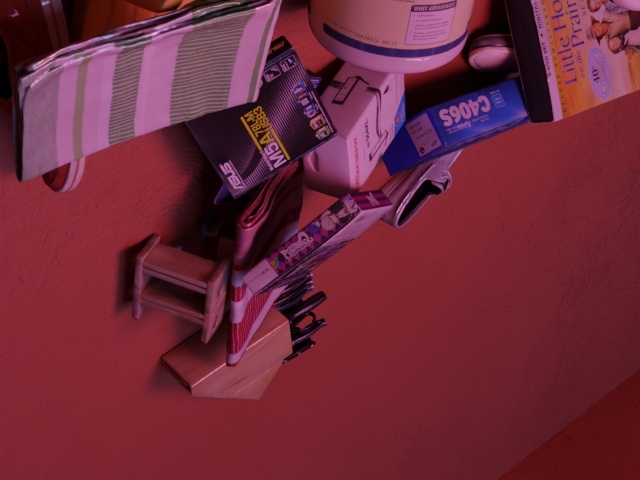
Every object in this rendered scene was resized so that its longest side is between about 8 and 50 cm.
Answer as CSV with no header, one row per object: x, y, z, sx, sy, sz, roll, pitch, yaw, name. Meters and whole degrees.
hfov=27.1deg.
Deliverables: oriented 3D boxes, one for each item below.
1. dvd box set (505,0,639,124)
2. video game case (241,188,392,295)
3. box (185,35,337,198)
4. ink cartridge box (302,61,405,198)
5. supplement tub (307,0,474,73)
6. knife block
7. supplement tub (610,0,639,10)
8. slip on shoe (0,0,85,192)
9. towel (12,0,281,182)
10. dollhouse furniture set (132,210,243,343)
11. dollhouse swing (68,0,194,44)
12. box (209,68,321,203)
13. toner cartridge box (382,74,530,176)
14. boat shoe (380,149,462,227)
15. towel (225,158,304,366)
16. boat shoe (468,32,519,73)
0.496,-0.403,2.343,0.420,0.062,0.307,-21,103,-37,dvd box set
0.000,0.000,2.046,0.210,0.042,0.232,-39,174,14,video game case
-0.089,-0.174,1.895,0.184,0.045,0.190,-33,137,-3,box
0.054,-0.184,2.084,0.203,0.086,0.148,-58,157,-33,ink cartridge box
0.113,-0.421,1.837,0.235,0.235,0.324,-25,140,-34,supplement tub
-0.112,0.152,2.282,0.276,0.088,0.242,13,112,-54,knife block
0.421,-0.516,2.039,0.228,0.316,0.228,-31,143,-27,supplement tub
-0.354,-0.189,1.624,0.101,0.123,0.331,-18,139,-16,slip on shoe
-0.204,-0.183,1.561,0.325,0.038,0.248,-23,160,-21,towel
-0.194,0.044,2.073,0.183,0.129,0.129,-59,164,-51,dollhouse furniture set
-0.119,-0.296,1.662,0.347,0.315,0.304,-19,125,-40,dollhouse swing
-0.091,-0.159,2.014,0.136,0.036,0.225,-9,130,-63,box
0.274,-0.214,2.316,0.348,0.075,0.165,-22,179,-36,toner cartridge box
0.194,-0.108,2.395,0.227,0.081,0.079,-44,147,-9,boat shoe
-0.085,0.023,2.126,0.329,0.037,0.237,98,17,-45,towel
0.377,-0.359,2.383,0.320,0.116,0.099,-5,84,-40,boat shoe
